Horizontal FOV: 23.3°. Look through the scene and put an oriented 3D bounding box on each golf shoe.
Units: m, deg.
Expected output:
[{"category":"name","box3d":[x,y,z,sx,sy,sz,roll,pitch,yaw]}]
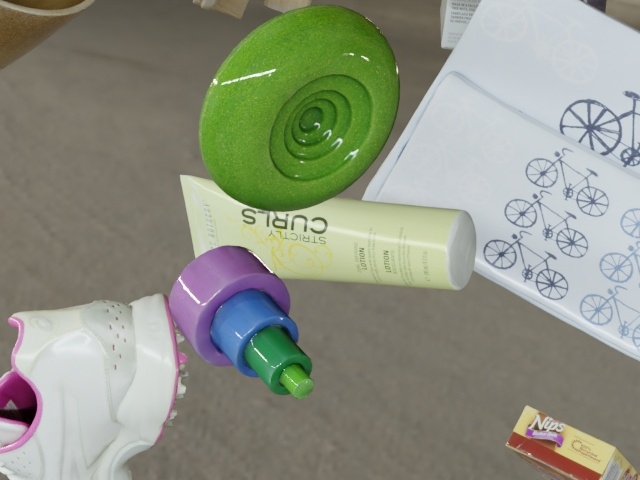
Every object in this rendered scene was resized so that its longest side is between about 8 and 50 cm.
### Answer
[{"category":"golf shoe","box3d":[-0.201,0.156,1.188,0.140,0.306,0.115,5,38,-23]}]

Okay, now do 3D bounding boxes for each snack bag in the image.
[{"category":"snack bag","box3d":[0.254,-0.088,1.512,0.323,0.342,0.037,29,-24,4]}]

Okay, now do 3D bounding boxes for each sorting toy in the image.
[{"category":"sorting toy","box3d":[0.026,-0.067,0.829,0.127,0.365,0.126,5,27,-40]}]

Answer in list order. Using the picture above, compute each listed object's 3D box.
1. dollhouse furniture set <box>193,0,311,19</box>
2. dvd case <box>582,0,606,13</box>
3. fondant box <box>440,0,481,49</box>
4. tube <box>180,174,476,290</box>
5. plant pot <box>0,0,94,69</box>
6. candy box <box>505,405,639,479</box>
[{"category":"dollhouse furniture set","box3d":[0.092,-0.301,1.506,0.355,0.303,0.174,19,21,-14]},{"category":"dvd case","box3d":[0.282,-0.264,1.751,0.018,0.221,0.164,13,17,33]},{"category":"fondant box","box3d":[0.206,-0.408,1.846,0.096,0.330,0.238,7,20,2]},{"category":"tube","box3d":[0.000,0.000,1.205,0.240,0.070,0.062,6,-13,26]},{"category":"plant pot","box3d":[-0.343,-0.201,1.247,0.237,0.254,0.237,33,36,-28]},{"category":"candy box","box3d":[0.279,0.242,1.660,0.109,0.053,0.186,24,-8,30]}]
